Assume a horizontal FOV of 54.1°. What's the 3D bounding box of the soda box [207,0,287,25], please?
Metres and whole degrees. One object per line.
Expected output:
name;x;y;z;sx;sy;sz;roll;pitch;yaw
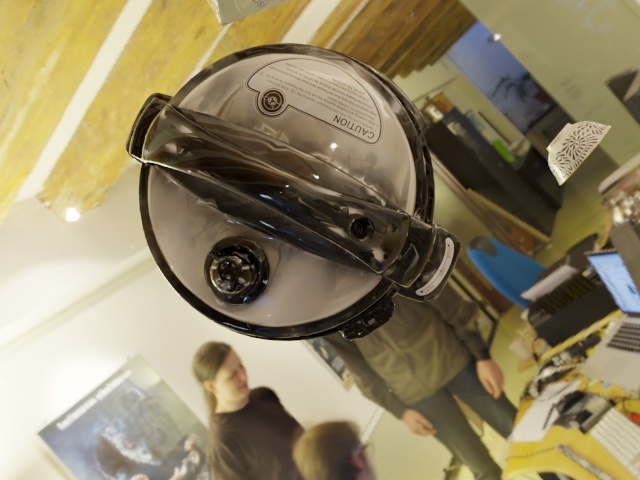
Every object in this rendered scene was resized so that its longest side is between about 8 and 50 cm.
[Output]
soda box;-0.084;-0.520;1.196;0.286;0.098;0.091;-24;-21;-10

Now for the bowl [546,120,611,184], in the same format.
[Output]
bowl;0.579;-0.218;1.447;0.170;0.080;0.170;-48;-10;-11

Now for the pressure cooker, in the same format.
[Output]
pressure cooker;-0.026;-0.051;0.832;0.370;0.375;0.420;-17;-4;8
